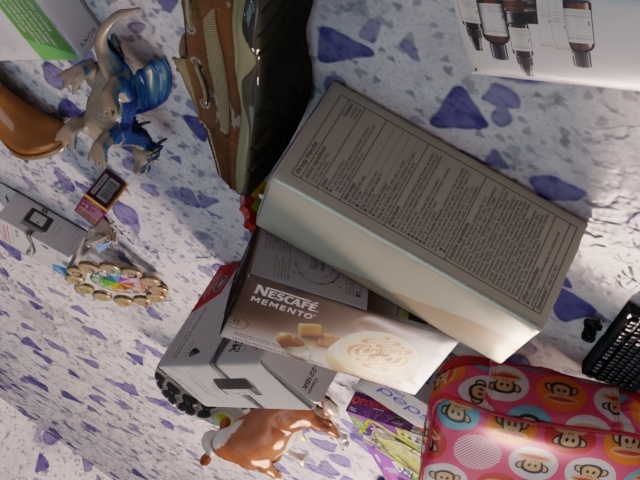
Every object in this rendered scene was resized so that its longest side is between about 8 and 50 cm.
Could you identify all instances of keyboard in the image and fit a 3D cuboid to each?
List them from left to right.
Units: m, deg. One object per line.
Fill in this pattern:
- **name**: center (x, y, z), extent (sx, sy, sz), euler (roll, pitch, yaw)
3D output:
- **keyboard**: center (0.357, 0.128, 1.173), extent (0.108, 0.023, 0.180), euler (25, 151, 10)

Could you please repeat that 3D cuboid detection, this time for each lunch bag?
- **lunch bag**: center (0.277, 0.295, 1.302), extent (0.293, 0.120, 0.258), euler (11, 124, 9)

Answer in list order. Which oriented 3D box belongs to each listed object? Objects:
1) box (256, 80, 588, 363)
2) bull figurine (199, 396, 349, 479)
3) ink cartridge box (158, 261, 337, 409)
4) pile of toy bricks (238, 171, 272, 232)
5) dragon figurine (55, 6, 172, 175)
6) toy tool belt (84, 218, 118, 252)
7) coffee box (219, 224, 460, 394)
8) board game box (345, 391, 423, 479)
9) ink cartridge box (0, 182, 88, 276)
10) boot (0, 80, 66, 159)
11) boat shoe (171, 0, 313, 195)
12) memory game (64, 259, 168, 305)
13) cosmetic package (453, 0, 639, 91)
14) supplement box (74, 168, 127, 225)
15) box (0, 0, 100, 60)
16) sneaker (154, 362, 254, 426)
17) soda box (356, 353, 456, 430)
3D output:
- **box**: center (0.103, -0.018, 1.048), extent (0.311, 0.148, 0.121), euler (31, 153, 2)
- **bull figurine**: center (-0.088, 0.367, 1.832), extent (0.188, 0.101, 0.310), euler (34, 129, -14)
- **ink cartridge box**: center (-0.080, 0.129, 1.408), extent (0.114, 0.197, 0.273), euler (45, 149, -25)
- **pile of toy bricks**: center (0.000, 0.000, 1.216), extent (0.212, 0.105, 0.118), euler (38, 151, -15)
- **dragon figurine**: center (-0.233, -0.182, 1.161), extent (0.085, 0.144, 0.289), euler (26, 133, 11)
- **toy tool belt**: center (-0.359, 0.000, 1.623), extent (0.051, 0.052, 0.083), euler (42, 152, -4)
- **coffee box**: center (0.024, 0.074, 1.135), extent (0.247, 0.098, 0.141), euler (18, 140, -9)
- **board game box**: center (0.188, 0.400, 1.762), extent (0.208, 0.056, 0.347), euler (9, 146, 28)
- **ink cartridge box**: center (-0.497, -0.016, 1.720), extent (0.180, 0.060, 0.104), euler (29, 153, 1)
- **boot**: center (-0.443, -0.192, 1.364), extent (0.197, 0.073, 0.152), euler (13, 146, 27)
- **boat shoe**: center (-0.083, -0.182, 1.001), extent (0.120, 0.122, 0.324), euler (29, 145, 14)
- **memory game**: center (-0.356, 0.078, 1.726), extent (0.186, 0.012, 0.186), euler (6, 154, 3)
- **cosmetic package**: center (0.226, -0.169, 0.766), extent (0.239, 0.060, 0.099), euler (12, 148, 31)
- **supplement box**: center (-0.330, -0.064, 1.485), extent (0.043, 0.055, 0.083), euler (37, 151, -10)
- **box**: center (-0.436, -0.315, 1.174), extent (0.322, 0.058, 0.232), euler (9, 146, 37)
- **sneaker**: center (-0.212, 0.326, 1.972), extent (0.275, 0.107, 0.110), euler (32, 161, -4)
- **soda box**: center (0.201, 0.244, 1.439), extent (0.286, 0.091, 0.098), euler (34, 153, -6)
